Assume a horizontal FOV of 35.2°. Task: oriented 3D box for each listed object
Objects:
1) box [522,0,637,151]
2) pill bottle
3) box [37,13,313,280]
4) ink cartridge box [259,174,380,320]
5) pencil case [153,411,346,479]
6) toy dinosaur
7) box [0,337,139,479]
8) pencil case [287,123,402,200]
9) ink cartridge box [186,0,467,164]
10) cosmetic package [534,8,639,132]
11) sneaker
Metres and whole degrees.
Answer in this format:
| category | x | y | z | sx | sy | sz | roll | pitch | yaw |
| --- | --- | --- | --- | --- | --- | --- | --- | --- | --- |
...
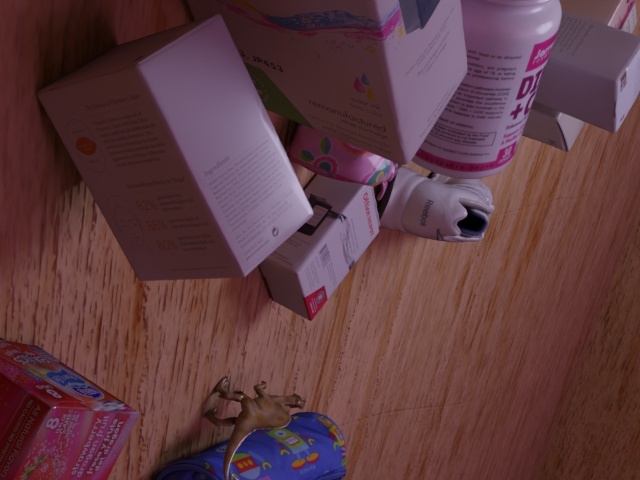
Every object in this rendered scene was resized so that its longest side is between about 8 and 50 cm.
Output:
| category | x | y | z | sx | sy | sz | roll | pitch | yaw |
| --- | --- | --- | --- | --- | --- | --- | --- | --- | --- |
| box | 0.342 | -0.274 | 1.478 | 0.232 | 0.148 | 0.127 | -61 | 155 | -6 |
| pill bottle | 0.185 | -0.225 | 1.174 | 0.160 | 0.160 | 0.283 | -41 | 153 | -40 |
| box | -0.107 | -0.064 | 0.759 | 0.091 | 0.130 | 0.170 | -42 | 117 | -39 |
| ink cartridge box | 0.000 | 0.000 | 1.180 | 0.150 | 0.063 | 0.109 | -52 | 152 | -24 |
| pencil case | -0.076 | 0.297 | 1.238 | 0.306 | 0.133 | 0.119 | -8 | 116 | -62 |
| toy dinosaur | -0.083 | 0.202 | 1.174 | 0.183 | 0.092 | 0.053 | -31 | 136 | -54 |
| box | -0.271 | 0.214 | 0.786 | 0.257 | 0.128 | 0.122 | -63 | 155 | 0 |
| pencil case | 0.061 | -0.191 | 1.048 | 0.124 | 0.124 | 0.284 | -7 | 118 | -61 |
| ink cartridge box | -0.013 | -0.232 | 0.764 | 0.119 | 0.207 | 0.353 | -55 | 153 | -21 |
| cosmetic package | 0.303 | -0.242 | 1.335 | 0.085 | 0.231 | 0.117 | -56 | 155 | -16 |
| sneaker | 0.189 | -0.038 | 1.432 | 0.297 | 0.129 | 0.111 | -13 | 123 | -61 |
